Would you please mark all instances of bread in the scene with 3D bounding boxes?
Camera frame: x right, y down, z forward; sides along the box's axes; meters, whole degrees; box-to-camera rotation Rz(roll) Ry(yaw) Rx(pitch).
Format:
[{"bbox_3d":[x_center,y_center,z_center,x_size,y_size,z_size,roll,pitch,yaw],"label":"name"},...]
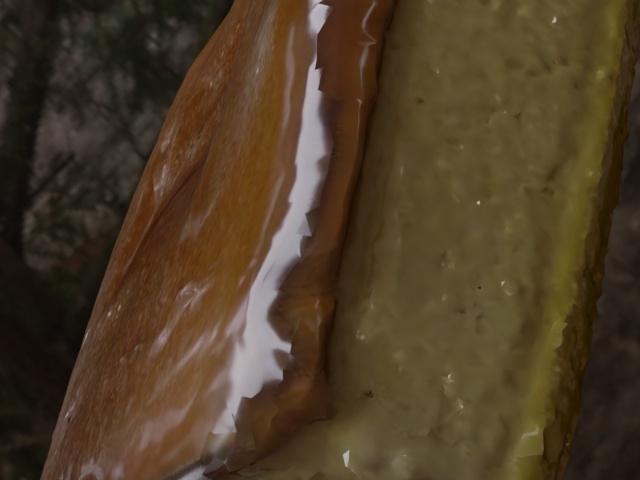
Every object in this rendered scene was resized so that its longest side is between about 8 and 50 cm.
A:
[{"bbox_3d":[0.000,0.000,0.696,0.323,0.143,0.333,-47,24,55],"label":"bread"}]
